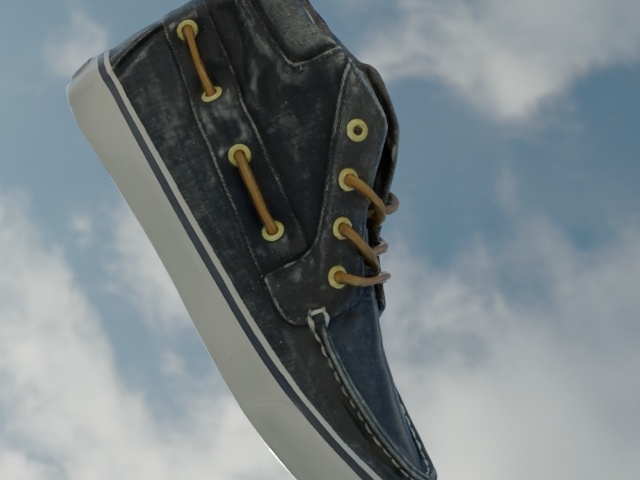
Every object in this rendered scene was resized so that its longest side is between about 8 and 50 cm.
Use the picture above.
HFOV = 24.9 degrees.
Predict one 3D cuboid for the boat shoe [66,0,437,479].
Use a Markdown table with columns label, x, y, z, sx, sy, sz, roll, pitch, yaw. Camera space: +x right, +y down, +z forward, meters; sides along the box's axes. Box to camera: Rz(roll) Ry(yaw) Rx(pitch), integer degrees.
| label | x | y | z | sx | sy | sz | roll | pitch | yaw |
| --- | --- | --- | --- | --- | --- | --- | --- | --- | --- |
| boat shoe | 0.000 | 0.000 | 0.444 | 0.083 | 0.065 | 0.183 | -35 | -100 | 10 |
